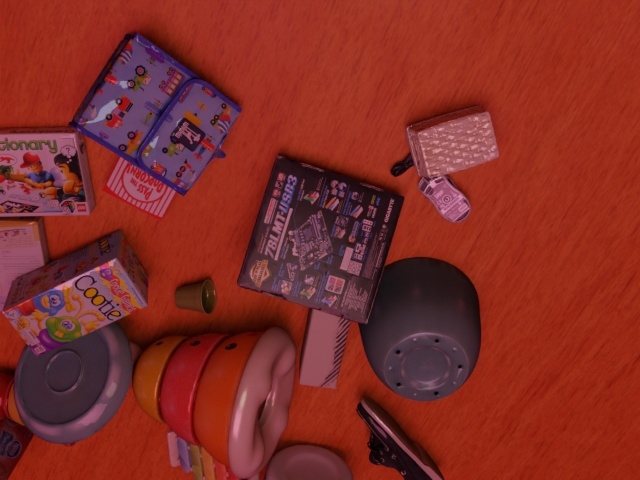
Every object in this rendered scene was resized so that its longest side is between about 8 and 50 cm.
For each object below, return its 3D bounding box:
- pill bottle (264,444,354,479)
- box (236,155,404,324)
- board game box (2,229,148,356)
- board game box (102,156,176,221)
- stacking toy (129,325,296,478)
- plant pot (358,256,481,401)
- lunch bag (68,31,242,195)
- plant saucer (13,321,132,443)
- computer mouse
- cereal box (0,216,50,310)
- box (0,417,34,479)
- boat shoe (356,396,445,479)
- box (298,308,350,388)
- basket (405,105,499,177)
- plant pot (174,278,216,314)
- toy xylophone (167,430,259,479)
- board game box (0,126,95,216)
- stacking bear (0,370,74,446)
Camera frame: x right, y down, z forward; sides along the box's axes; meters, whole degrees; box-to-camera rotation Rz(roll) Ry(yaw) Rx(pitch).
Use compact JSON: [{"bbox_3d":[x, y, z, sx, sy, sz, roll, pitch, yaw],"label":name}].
[{"bbox_3d":[-0.058,0.756,2.088,0.229,0.229,0.407,10,117,-3],"label":"pill bottle"},{"bbox_3d":[0.000,0.000,1.726,0.293,0.073,0.295,17,88,-5],"label":"box"},{"bbox_3d":[-0.543,0.118,1.799,0.275,0.144,0.142,-25,119,3],"label":"board game box"},{"bbox_3d":[-0.366,-0.157,1.738,0.147,0.045,0.193,27,115,-11],"label":"board game box"},{"bbox_3d":[-0.321,0.333,1.876,0.480,0.350,0.350,11,118,13],"label":"stacking toy"},{"bbox_3d":[0.228,0.219,1.803,0.293,0.235,0.293,1,116,1],"label":"plant pot"},{"bbox_3d":[-0.321,-0.245,1.629,0.293,0.138,0.221,33,88,-26],"label":"lunch bag"},{"bbox_3d":[-0.586,0.308,1.856,0.318,0.317,0.044,-20,154,12],"label":"plant saucer"},{"bbox_3d":[0.250,-0.117,1.742,0.106,0.042,0.193,-40,103,14],"label":"computer mouse"},{"bbox_3d":[-0.717,0.054,1.855,0.173,0.047,0.240,1,117,0],"label":"cereal box"},{"bbox_3d":[-0.818,0.537,1.986,0.122,0.257,0.128,36,112,-13],"label":"box"},{"bbox_3d":[0.178,0.532,2.025,0.113,0.127,0.340,-39,119,7],"label":"boat shoe"},{"bbox_3d":[0.014,0.203,1.873,0.094,0.113,0.275,8,118,-4],"label":"box"},{"bbox_3d":[0.272,-0.199,1.641,0.167,0.103,0.113,-17,104,1],"label":"basket"},{"bbox_3d":[-0.297,0.132,1.871,0.079,0.083,0.083,-1,117,17],"label":"plant pot"},{"bbox_3d":[-0.255,0.599,2.021,0.323,0.081,0.236,11,117,43],"label":"toy xylophone"},{"bbox_3d":[-0.661,-0.149,1.748,0.305,0.053,0.193,-1,116,3],"label":"board game box"},{"bbox_3d":[-0.710,0.393,1.971,0.289,0.175,0.164,6,91,10],"label":"stacking bear"}]
